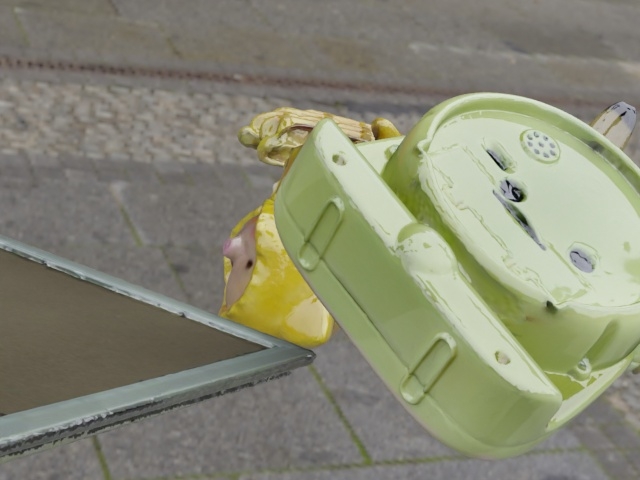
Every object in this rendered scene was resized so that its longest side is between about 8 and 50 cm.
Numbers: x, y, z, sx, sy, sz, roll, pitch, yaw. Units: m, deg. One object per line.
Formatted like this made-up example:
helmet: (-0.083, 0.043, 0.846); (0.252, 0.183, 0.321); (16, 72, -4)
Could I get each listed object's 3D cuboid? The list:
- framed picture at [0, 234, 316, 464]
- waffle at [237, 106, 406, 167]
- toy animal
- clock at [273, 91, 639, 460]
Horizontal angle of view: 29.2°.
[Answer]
framed picture: (-0.160, 0.034, 0.514); (0.231, 0.018, 0.293); (18, 9, 23)
waffle: (0.072, -0.081, 1.298); (0.309, 0.065, 0.283); (1, 20, -46)
toy animal: (0.001, -0.001, 1.051); (0.156, 0.156, 0.230); (23, 66, 18)
clock: (0.103, -0.004, 0.598); (0.232, 0.069, 0.170); (-21, 62, -40)
